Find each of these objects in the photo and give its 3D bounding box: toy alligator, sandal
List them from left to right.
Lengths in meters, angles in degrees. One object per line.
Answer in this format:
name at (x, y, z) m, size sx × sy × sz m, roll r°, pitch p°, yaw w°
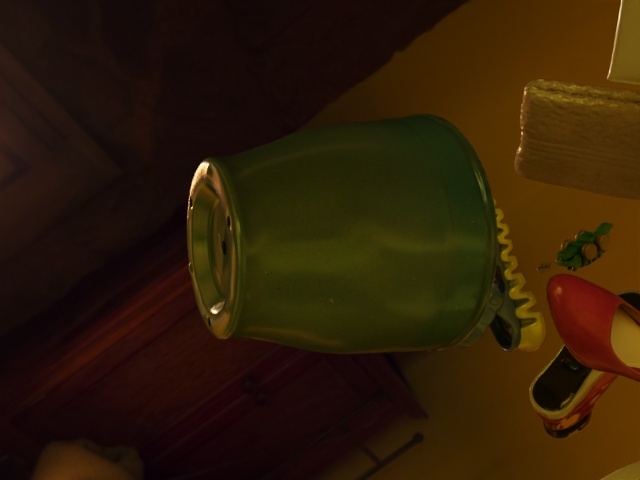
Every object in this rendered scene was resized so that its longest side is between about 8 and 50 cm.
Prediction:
sandal at (0.229, 0.039, 1.047) m, size 0.126 × 0.138 × 0.317 m, roll 119°, pitch -49°, yaw -74°
toy alligator at (0.452, 0.029, 1.183) m, size 0.056 × 0.189 × 0.051 m, roll 17°, pitch -48°, yaw 59°

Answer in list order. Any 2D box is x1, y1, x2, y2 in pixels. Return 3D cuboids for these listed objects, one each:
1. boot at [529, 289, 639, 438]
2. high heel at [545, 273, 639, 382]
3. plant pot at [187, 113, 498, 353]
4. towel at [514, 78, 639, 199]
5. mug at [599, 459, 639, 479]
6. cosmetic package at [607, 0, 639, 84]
boot at (0.428, 0.197, 1.044) m, size 0.088 × 0.244 × 0.176 m, roll 42°, pitch -5°, yaw 39°
high heel at (0.323, 0.105, 0.622) m, size 0.244 × 0.082 × 0.117 m, roll 44°, pitch -29°, yaw -9°
plant pot at (0.000, 0.000, 0.721) m, size 0.271 × 0.255 × 0.271 m, roll 176°, pitch -90°, yaw -65°
towel at (0.411, -0.130, 0.911) m, size 0.282 × 0.049 × 0.187 m, roll 14°, pitch -29°, yaw 20°
mug at (0.563, 0.526, 0.956) m, size 0.374 × 0.276 × 0.328 m, roll 13°, pitch 29°, yaw -29°
cosmetic package at (0.329, -0.320, 0.488) m, size 0.217 × 0.156 × 0.385 m, roll -40°, pitch 136°, yaw -52°
